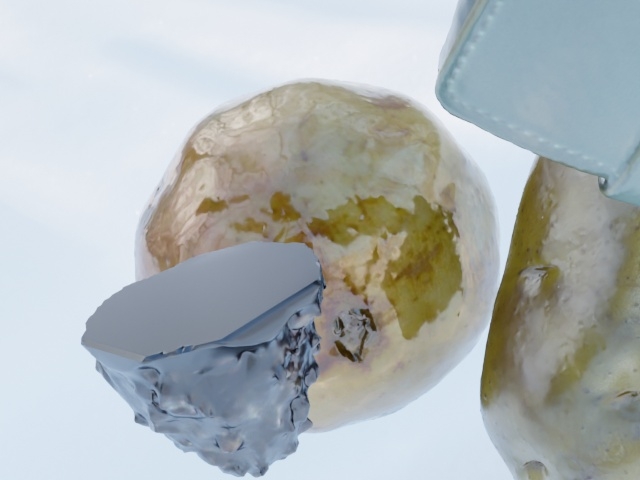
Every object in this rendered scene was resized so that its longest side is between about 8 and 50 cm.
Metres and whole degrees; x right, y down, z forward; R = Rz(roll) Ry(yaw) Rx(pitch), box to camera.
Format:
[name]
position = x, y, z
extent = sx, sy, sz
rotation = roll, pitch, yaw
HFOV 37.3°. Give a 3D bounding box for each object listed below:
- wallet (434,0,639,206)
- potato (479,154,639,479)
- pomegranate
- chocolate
[wallet]
position = 0.257, -0.112, 0.538
extent = 0.360, 0.252, 0.083
rotation = 16, 39, -11
[potato]
position = 0.219, 0.040, 0.738
extent = 0.176, 0.195, 0.369
rotation = 4, 80, 16
[pomegranate]
position = 0.000, 0.000, 1.006
extent = 0.410, 0.410, 0.410
rotation = -14, 39, 11
[chocolate]
position = -0.051, 0.086, 0.577
extent = 0.156, 0.133, 0.156
rotation = -16, 20, 6
